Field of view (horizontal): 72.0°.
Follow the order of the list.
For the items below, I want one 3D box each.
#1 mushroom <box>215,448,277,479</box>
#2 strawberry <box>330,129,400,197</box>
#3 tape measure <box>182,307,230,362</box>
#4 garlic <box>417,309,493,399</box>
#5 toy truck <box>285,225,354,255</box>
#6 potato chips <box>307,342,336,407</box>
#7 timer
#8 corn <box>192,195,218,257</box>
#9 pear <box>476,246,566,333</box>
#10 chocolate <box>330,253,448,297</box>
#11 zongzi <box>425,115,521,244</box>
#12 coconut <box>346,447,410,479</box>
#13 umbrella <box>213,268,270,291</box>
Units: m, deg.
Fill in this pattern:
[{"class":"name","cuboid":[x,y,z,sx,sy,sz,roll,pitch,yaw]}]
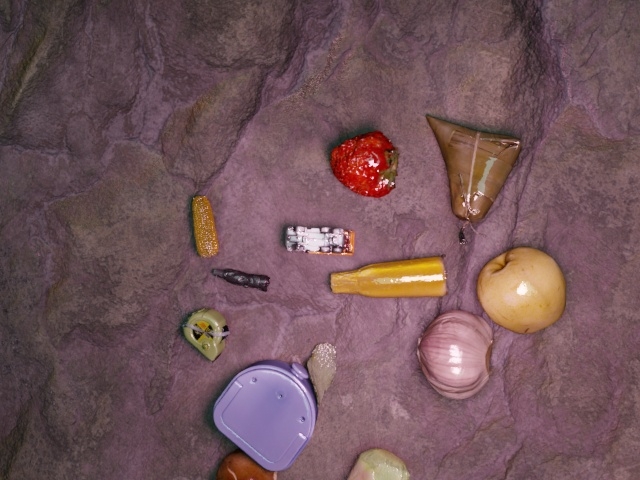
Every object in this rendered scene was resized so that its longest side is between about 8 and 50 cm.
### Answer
[{"class":"mushroom","cuboid":[-0.308,0.966,1.696,0.233,0.208,0.301,33,103,47]},{"class":"strawberry","cuboid":[0.164,-0.297,1.702,0.277,0.257,0.257,7,86,20]},{"class":"tape measure","cuboid":[-0.457,0.362,1.780,0.200,0.106,0.175,38,104,9]},{"class":"garlic","cuboid":[0.482,0.404,1.593,0.260,0.317,0.317,5,86,18]},{"class":"toy truck","cuboid":[0.000,0.000,1.748,0.271,0.135,0.114,3,84,2]},{"class":"potato chips","cuboid":[0.007,0.515,1.712,0.059,0.228,0.167,-18,117,36]},{"class":"timer","cuboid":[-0.181,0.635,1.693,0.395,0.173,0.394,-1,86,8]},{"class":"corn","cuboid":[-0.480,-0.055,1.820,0.091,0.091,0.260,-12,83,2]},{"class":"pear","cuboid":[0.718,0.182,1.573,0.309,0.309,0.309,0,86,6]},{"class":"chocolate","cuboid":[0.261,0.144,1.707,0.446,0.162,0.162,-4,85,10]},{"class":"zongzi","cuboid":[0.513,-0.237,1.704,0.418,0.181,0.447,27,92,22]},{"class":"coconut","cuboid":[0.207,0.897,1.623,0.205,0.236,0.235,20,88,42]},{"class":"umbrella","cuboid":[-0.324,0.152,1.805,0.236,0.059,0.066,13,66,9]}]
